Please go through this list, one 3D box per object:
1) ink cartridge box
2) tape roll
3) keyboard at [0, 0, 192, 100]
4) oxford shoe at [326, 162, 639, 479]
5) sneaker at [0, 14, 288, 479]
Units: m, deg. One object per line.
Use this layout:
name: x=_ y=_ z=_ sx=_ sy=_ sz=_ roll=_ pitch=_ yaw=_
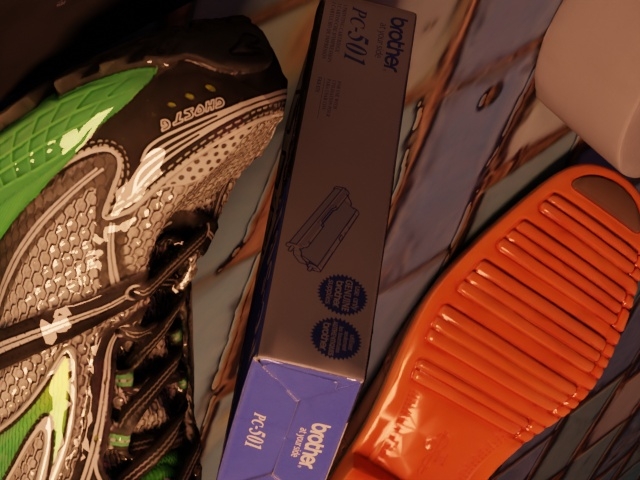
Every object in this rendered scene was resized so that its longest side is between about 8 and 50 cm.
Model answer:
ink cartridge box: x=0.000 y=0.000 z=0.762 sx=0.097 sy=0.046 sz=0.207 roll=108 pitch=-7 yaw=-49
tape roll: x=0.227 y=-0.143 z=1.064 sx=0.219 sy=0.072 sz=0.219 roll=-38 pitch=159 yaw=-18
keyboard: x=-0.065 y=-0.130 z=0.585 sx=0.317 sy=0.033 sz=0.201 roll=-33 pitch=162 yaw=-32
oxford shoe: x=0.087 y=0.098 z=1.230 sx=0.364 sy=0.130 sz=0.133 roll=-53 pitch=-168 yaw=0
sneaker: x=-0.086 y=0.055 z=0.722 sx=0.134 sy=0.146 sz=0.343 roll=-24 pitch=150 yaw=-47
